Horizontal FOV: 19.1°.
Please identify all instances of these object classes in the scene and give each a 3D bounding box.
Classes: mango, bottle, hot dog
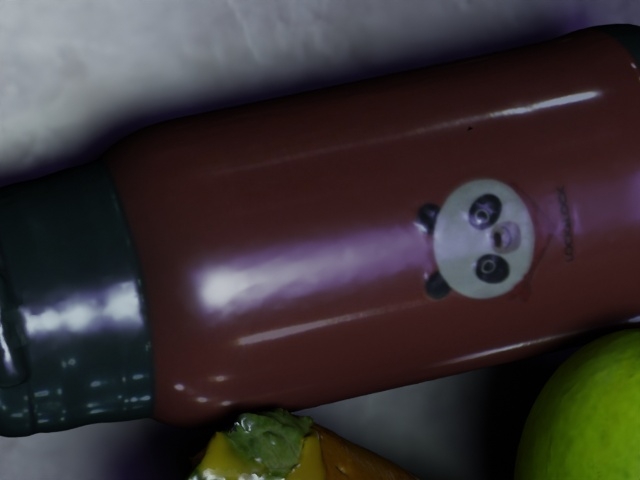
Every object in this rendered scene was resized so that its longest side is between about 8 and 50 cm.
[{"bbox_3d":[0.164,0.144,0.865,0.149,0.273,0.185,-7,76,22],"label":"mango"},{"bbox_3d":[0.000,0.000,0.828,0.336,0.144,0.144,-11,104,-15],"label":"bottle"},{"bbox_3d":[0.012,0.154,0.853,0.115,0.072,0.269,-42,140,14],"label":"hot dog"}]
